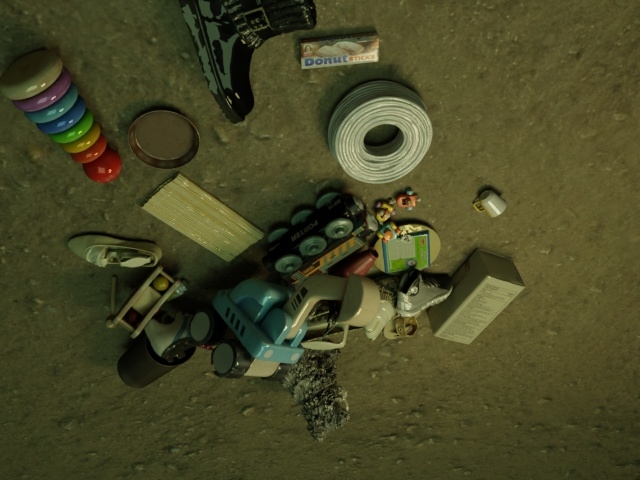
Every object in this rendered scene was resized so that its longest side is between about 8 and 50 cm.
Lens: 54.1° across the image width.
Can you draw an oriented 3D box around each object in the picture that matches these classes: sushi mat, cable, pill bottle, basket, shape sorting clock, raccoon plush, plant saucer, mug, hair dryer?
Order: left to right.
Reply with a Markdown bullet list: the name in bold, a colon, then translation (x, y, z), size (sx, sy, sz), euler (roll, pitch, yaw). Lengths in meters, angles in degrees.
- **basket**: translation (-0.520, 0.358, 1.955), size (0.227, 0.204, 0.154), euler (-38, 90, 34)
- **plant saucer**: translation (-0.374, -0.245, 1.506), size (0.169, 0.029, 0.168), euler (-5, 133, -5)
- **pill bottle**: translation (-0.432, 0.148, 1.850), size (0.083, 0.043, 0.043), euler (-26, 132, 13)
- **sushi mat**: translation (-0.315, -0.055, 1.701), size (0.151, 0.019, 0.317), euler (-36, 129, 23)
- **raccoon plush**: translation (-0.098, 0.471, 2.037), size (0.447, 0.299, 0.216), euler (16, 128, -23)
- **hair dryer**: translation (0.075, 0.145, 1.820), size (0.080, 0.224, 0.293), euler (35, 85, -25)
- **cable**: translation (0.145, -0.261, 1.544), size (0.257, 0.089, 0.257), euler (-39, 127, 24)
- **shape sorting clock**: translation (0.255, 0.027, 1.864), size (0.206, 0.040, 0.206), euler (-2, 133, -2)
- **mug**: translation (0.476, -0.105, 1.772), size (0.078, 0.062, 0.064), euler (-41, 119, 17)

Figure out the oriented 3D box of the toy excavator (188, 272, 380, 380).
- **toy excavator**: translation (-0.099, 0.196, 1.700), size (0.222, 0.433, 0.445), euler (19, 108, -48)

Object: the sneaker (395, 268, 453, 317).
- **sneaker**: translation (0.319, 0.132, 1.909), size (0.229, 0.086, 0.132), euler (-29, 124, -31)

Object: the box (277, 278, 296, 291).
- **box**: translation (-0.116, 0.172, 1.896), size (0.027, 0.094, 0.137), euler (16, 128, -22)

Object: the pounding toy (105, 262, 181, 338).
- **pounding toy**: translation (-0.528, 0.162, 1.751), size (0.155, 0.154, 0.269), euler (41, 102, -13)

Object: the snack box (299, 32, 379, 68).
- **snack box**: translation (0.043, -0.429, 1.416), size (0.178, 0.022, 0.064), euler (-7, 135, -4)

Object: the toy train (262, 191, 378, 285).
- **toy train**: translation (0.000, 0.000, 1.739), size (0.334, 0.142, 0.190), euler (-35, 141, 19)

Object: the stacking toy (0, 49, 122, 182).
- **stacking toy**: translation (-0.556, -0.252, 1.404), size (0.141, 0.141, 0.330), euler (-18, 137, 7)

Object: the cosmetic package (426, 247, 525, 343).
- **cosmetic package**: translation (0.484, 0.182, 1.991), size (0.153, 0.129, 0.296), euler (18, 127, -23)

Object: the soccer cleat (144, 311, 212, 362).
- **soccer cleat**: translation (-0.387, 0.261, 1.883), size (0.116, 0.143, 0.331), euler (-47, 163, 19)

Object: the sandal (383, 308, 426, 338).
- **sandal**: translation (0.289, 0.279, 2.078), size (0.088, 0.079, 0.240), euler (18, 127, -25)

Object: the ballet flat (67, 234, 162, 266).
- **ballet flat**: translation (-0.558, 0.036, 1.699), size (0.249, 0.086, 0.086), euler (3, 132, -13)

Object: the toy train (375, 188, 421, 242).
- **toy train**: translation (0.216, -0.059, 1.750), size (0.125, 0.046, 0.166), euler (1, 116, 0)

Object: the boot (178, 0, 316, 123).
- **boot**: translation (-0.128, -0.422, 1.317), size (0.260, 0.131, 0.347), euler (-14, 133, 3)

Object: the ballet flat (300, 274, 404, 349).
- **ballet flat**: translation (0.073, 0.249, 1.942), size (0.483, 0.182, 0.164), euler (-15, 132, 4)
